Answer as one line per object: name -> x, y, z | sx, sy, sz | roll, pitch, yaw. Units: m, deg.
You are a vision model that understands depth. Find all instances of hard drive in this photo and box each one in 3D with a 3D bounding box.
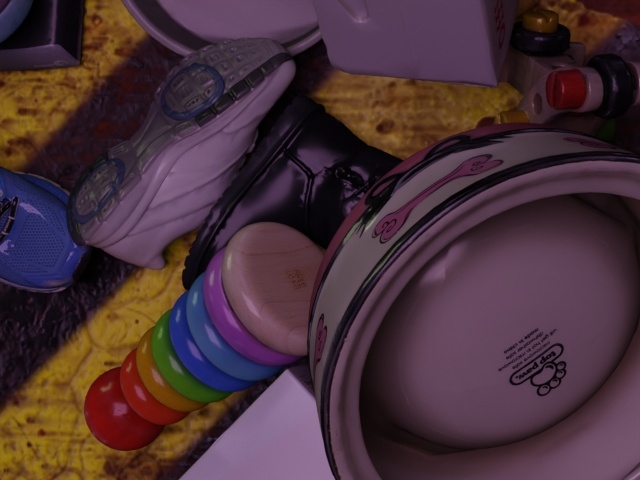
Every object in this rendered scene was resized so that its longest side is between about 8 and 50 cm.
hard drive -> -0.384, -0.274, 1.852 | 0.255, 0.054, 0.172 | 4, 90, 15

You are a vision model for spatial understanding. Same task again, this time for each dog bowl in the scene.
dog bowl -> 0.170, 0.078, 1.478 | 0.408, 0.150, 0.408 | -10, 121, -17

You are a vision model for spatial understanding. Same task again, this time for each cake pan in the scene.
cake pan -> -0.081, -0.326, 1.758 | 0.293, 0.054, 0.293 | 1, 96, 11

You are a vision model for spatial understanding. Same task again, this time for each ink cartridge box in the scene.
ink cartridge box -> 0.113, -0.370, 1.532 | 0.160, 0.279, 0.384 | 9, 64, 17

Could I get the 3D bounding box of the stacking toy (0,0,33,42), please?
stacking toy -> -0.452, -0.287, 1.815 | 0.309, 0.130, 0.279 | -18, 58, 12

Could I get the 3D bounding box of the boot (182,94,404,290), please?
boot -> 0.000, 0.000, 1.727 | 0.207, 0.094, 0.246 | 35, 92, 16

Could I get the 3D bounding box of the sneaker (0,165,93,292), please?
sneaker -> -0.394, -0.042, 1.805 | 0.330, 0.147, 0.129 | 27, 96, 13

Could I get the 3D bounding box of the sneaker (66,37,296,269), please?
sneaker -> -0.130, -0.090, 1.753 | 0.297, 0.129, 0.111 | -43, 40, 16

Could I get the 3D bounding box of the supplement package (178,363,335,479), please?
supplement package -> 0.016, 0.279, 1.666 | 0.262, 0.198, 0.199 | 46, 100, 11

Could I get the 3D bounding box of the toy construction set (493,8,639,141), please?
toy construction set -> 0.187, -0.080, 1.633 | 0.309, 0.237, 0.257 | -26, 127, -7

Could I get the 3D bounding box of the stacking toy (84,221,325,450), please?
stacking toy -> -0.125, 0.116, 1.711 | 0.330, 0.141, 0.141 | -38, 79, 39
